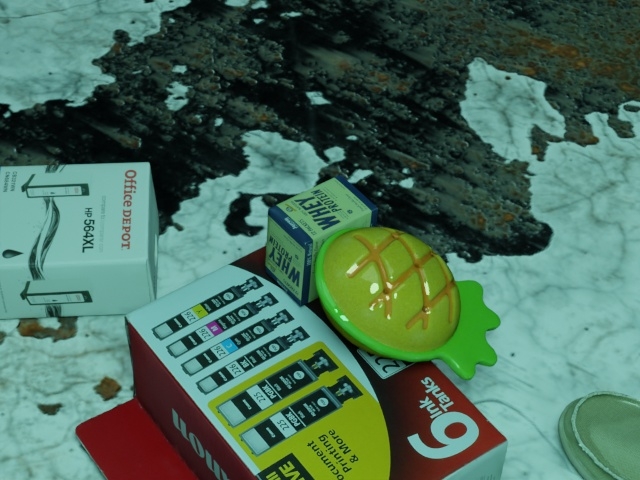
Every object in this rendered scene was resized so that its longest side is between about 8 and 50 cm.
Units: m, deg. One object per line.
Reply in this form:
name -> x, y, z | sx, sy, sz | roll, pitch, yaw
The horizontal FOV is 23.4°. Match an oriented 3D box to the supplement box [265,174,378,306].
supplement box -> 0.000, 0.000, 1.400 | 0.083, 0.083, 0.056 | -27, 52, -28

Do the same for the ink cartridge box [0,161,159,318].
ink cartridge box -> -0.270, -0.001, 1.576 | 0.203, 0.086, 0.148 | -3, 46, -2

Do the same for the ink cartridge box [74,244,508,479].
ink cartridge box -> -0.038, 0.174, 1.380 | 0.272, 0.130, 0.309 | -27, 53, -25

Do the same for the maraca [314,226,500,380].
maraca -> 0.077, 0.054, 1.349 | 0.186, 0.099, 0.127 | 25, 52, -17

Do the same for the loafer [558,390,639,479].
loafer -> 0.332, 0.209, 1.376 | 0.268, 0.092, 0.102 | 33, 55, 27
